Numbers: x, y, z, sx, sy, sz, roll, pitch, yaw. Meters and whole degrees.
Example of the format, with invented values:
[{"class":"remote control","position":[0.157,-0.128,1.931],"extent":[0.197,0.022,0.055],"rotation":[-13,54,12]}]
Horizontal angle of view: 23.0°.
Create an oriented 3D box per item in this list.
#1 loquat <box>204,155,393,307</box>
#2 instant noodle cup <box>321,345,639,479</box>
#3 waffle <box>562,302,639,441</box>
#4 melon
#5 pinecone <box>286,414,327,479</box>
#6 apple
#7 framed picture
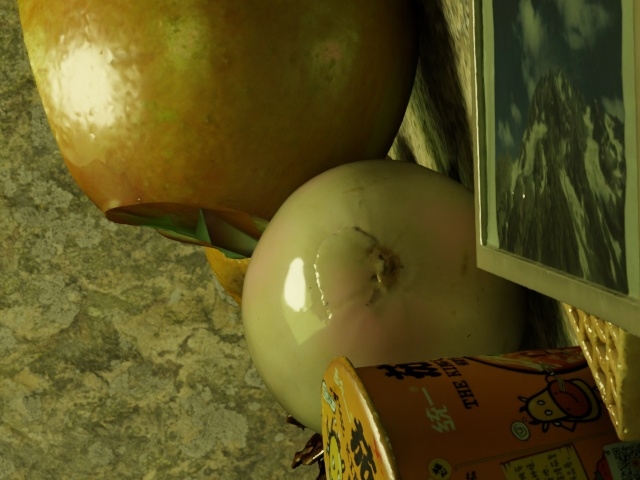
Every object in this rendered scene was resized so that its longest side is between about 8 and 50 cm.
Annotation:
[{"class":"loquat","position":[0.000,0.000,1.784],"extent":[0.263,0.263,0.263],"rotation":[165,90,-88]},{"class":"instant noodle cup","position":[0.105,0.154,0.880],"extent":[0.216,0.172,0.215],"rotation":[169,90,-79]},{"class":"waffle","position":[0.149,0.018,0.798],"extent":[0.102,0.042,0.148],"rotation":[78,177,-45]},{"class":"melon","position":[0.049,0.054,1.237],"extent":[0.317,0.223,0.223],"rotation":[89,166,-78]},{"class":"pinecone","position":[0.087,0.204,1.469],"extent":[0.224,0.224,0.272],"rotation":[87,162,-80]},{"class":"apple","position":[-0.098,-0.157,1.399],"extent":[0.384,0.374,0.374],"rotation":[-8,99,50]},{"class":"framed picture","position":[0.112,-0.072,0.738],"extent":[0.281,0.019,0.209],"rotation":[-158,64,-80]}]
